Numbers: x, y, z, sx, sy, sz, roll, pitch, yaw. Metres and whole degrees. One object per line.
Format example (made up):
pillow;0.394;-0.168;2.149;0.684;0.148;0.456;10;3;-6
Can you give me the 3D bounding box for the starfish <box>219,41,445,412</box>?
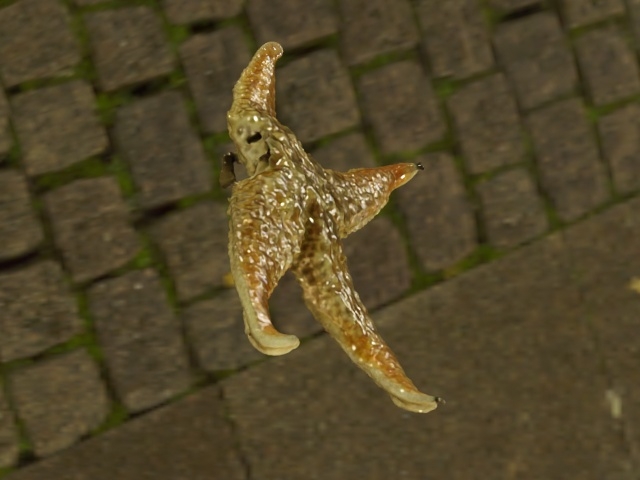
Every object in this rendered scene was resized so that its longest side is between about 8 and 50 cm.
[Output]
starfish;0.000;0.002;0.971;0.138;0.050;0.247;41;30;-27
